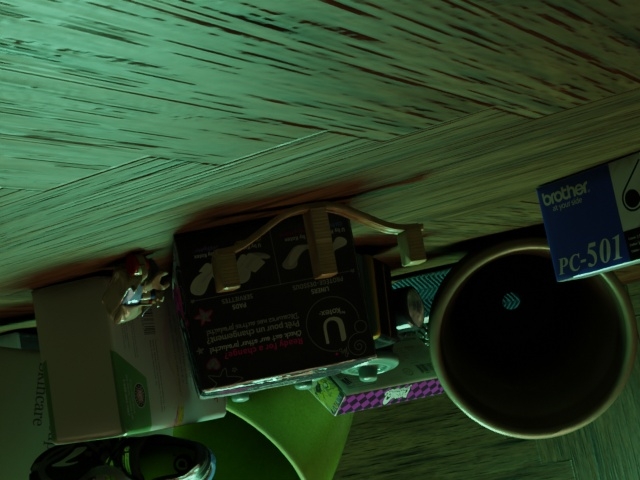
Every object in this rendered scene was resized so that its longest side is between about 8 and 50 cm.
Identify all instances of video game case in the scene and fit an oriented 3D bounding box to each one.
[{"bbox_3d":[0.033,0.135,1.796,0.232,0.210,0.042,-4,129,-49],"label":"video game case"}]

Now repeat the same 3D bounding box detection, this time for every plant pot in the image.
[{"bbox_3d":[-0.061,0.215,1.883,0.274,0.275,0.293,-19,-156,45],"label":"plant pot"},{"bbox_3d":[0.270,0.104,1.820,0.263,0.263,0.229,-12,-170,4],"label":"plant pot"}]

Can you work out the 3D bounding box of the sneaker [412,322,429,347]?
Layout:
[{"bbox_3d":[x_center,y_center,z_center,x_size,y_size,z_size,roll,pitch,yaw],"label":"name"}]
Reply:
[{"bbox_3d":[0.290,0.096,2.247,0.146,0.134,0.343,-39,-172,-40],"label":"sneaker"}]

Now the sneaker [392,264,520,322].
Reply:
[{"bbox_3d":[0.206,0.072,2.006,0.228,0.087,0.092,-5,180,3],"label":"sneaker"}]

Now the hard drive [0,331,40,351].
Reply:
[{"bbox_3d":[-0.406,0.170,1.761,0.254,0.054,0.172,-17,159,38],"label":"hard drive"}]

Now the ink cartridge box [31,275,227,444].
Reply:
[{"bbox_3d":[-0.189,0.118,1.394,0.093,0.154,0.212,-12,174,24],"label":"ink cartridge box"}]

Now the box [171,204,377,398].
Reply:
[{"bbox_3d":[-0.052,0.069,1.289,0.163,0.142,0.247,-11,172,-8],"label":"box"}]

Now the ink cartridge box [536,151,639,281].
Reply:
[{"bbox_3d":[0.299,-0.030,1.278,0.046,0.097,0.207,-6,170,-40],"label":"ink cartridge box"}]

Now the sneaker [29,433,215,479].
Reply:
[{"bbox_3d":[-0.201,0.222,1.388,0.188,0.067,0.078,-3,154,-3],"label":"sneaker"}]

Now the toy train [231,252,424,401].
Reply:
[{"bbox_3d":[-0.051,0.098,1.604,0.334,0.142,0.190,-12,160,25],"label":"toy train"}]

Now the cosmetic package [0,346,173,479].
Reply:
[{"bbox_3d":[-0.325,0.206,1.528,0.309,0.160,0.113,7,165,-19],"label":"cosmetic package"}]

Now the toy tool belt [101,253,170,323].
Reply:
[{"bbox_3d":[-0.164,0.039,1.259,0.051,0.052,0.083,-9,145,-39],"label":"toy tool belt"}]

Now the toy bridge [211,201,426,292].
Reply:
[{"bbox_3d":[0.000,0.000,1.154,0.188,0.063,0.026,-8,172,-18],"label":"toy bridge"}]
